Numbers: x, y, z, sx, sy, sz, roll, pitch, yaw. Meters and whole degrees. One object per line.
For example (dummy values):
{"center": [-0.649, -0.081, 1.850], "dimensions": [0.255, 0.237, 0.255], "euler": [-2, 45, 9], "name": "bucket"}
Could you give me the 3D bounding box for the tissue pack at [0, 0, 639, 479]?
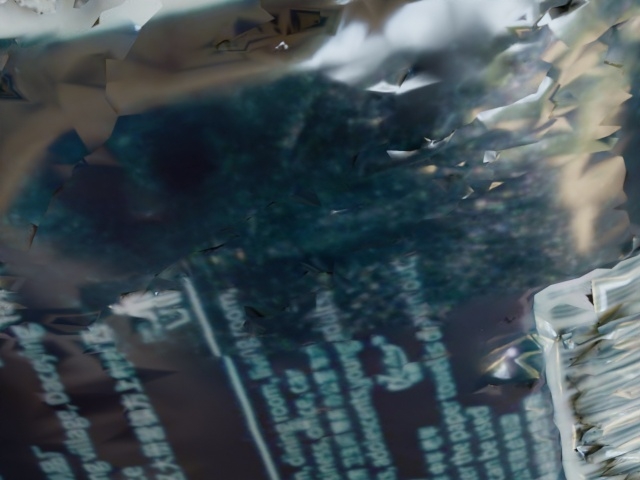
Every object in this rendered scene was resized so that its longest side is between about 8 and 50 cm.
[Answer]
{"center": [0.000, 0.000, 0.580], "dimensions": [0.264, 0.416, 0.253], "euler": [-15, 45, 6], "name": "tissue pack"}
